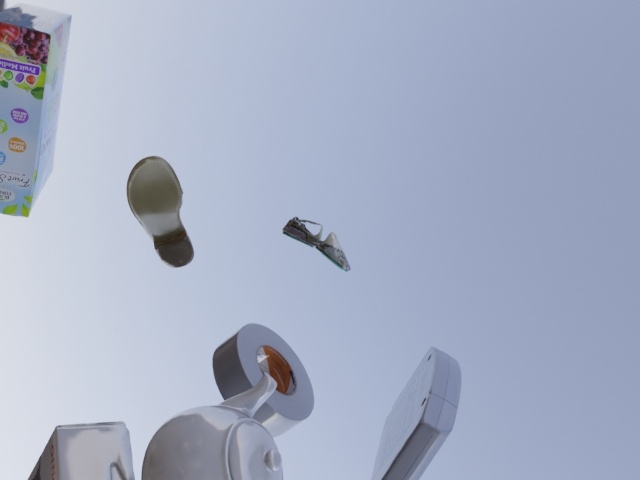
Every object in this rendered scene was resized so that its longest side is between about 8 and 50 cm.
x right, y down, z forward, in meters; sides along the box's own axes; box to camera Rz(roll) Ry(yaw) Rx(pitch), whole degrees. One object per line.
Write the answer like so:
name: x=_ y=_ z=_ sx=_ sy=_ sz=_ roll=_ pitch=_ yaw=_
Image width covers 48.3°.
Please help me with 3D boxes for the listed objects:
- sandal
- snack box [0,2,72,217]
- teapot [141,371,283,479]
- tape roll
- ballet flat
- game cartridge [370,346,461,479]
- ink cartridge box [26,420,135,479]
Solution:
sandal: x=-0.270 y=-0.062 z=1.199 sx=0.079 sy=0.088 sz=0.240 roll=-114 pitch=-169 yaw=-45
snack box: x=-0.340 y=-0.154 z=0.819 sx=0.174 sy=0.070 sz=0.207 roll=-113 pitch=-143 yaw=-64
teapot: x=-0.143 y=0.373 z=1.124 sx=0.187 sy=0.252 sz=0.255 roll=-22 pitch=-93 yaw=24
tape roll: x=-0.111 y=0.274 z=1.410 sx=0.072 sy=0.219 sz=0.219 roll=-37 pitch=-130 yaw=20
ballet flat: x=0.000 y=0.000 z=0.966 sx=0.114 sy=0.041 sz=0.041 roll=31 pitch=-70 yaw=22
game cartridge: x=0.155 y=0.285 z=1.138 sx=0.196 sy=0.060 sz=0.294 roll=-65 pitch=175 yaw=17
ink cartridge box: x=-0.441 y=0.494 z=1.283 sx=0.307 sy=0.129 sz=0.223 roll=-52 pitch=-136 yaw=40
